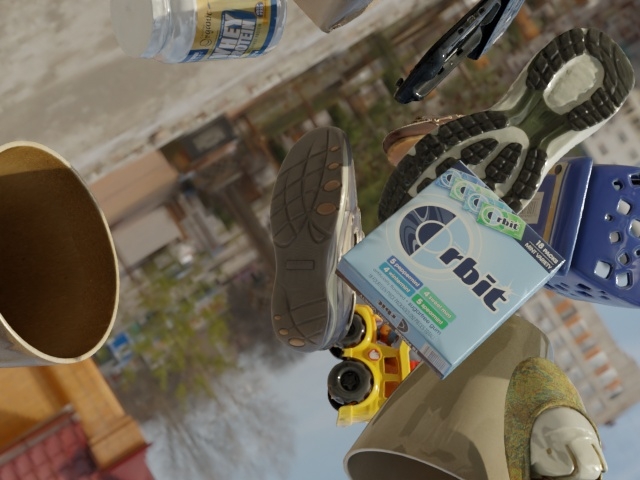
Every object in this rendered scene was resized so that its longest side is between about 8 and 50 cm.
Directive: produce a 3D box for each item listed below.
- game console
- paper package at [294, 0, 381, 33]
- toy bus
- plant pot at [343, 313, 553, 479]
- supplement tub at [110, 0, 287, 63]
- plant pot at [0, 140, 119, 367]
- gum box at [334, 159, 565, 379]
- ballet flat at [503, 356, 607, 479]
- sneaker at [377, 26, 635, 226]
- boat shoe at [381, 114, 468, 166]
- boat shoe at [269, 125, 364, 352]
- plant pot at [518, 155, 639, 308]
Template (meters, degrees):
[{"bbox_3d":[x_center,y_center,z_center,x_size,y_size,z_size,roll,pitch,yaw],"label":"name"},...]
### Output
[{"bbox_3d":[0.205,-0.295,1.535,0.361,0.044,0.213,-47,168,-42],"label":"game console"},{"bbox_3d":[0.009,-0.516,1.647,0.168,0.309,0.325,-35,168,-35],"label":"paper package"},{"bbox_3d":[0.115,0.218,2.141,0.211,0.220,0.149,-2,163,2],"label":"toy bus"},{"bbox_3d":[0.204,0.237,1.602,0.256,0.256,0.274,-32,-156,58],"label":"plant pot"},{"bbox_3d":[-0.161,-0.308,1.579,0.200,0.144,0.144,-11,168,-34],"label":"supplement tub"},{"bbox_3d":[-0.388,0.043,1.287,0.254,0.237,0.237,-17,-174,24],"label":"plant pot"},{"bbox_3d":[0.134,0.026,1.234,0.184,0.157,0.041,-38,166,-27],"label":"gum box"},{"bbox_3d":[0.280,0.300,1.367,0.123,0.348,0.123,1,165,0],"label":"ballet flat"},{"bbox_3d":[0.243,-0.112,1.625,0.410,0.158,0.182,-36,173,-14],"label":"sneaker"},{"bbox_3d":[0.169,-0.157,1.836,0.207,0.073,0.073,-4,146,-41],"label":"boat shoe"},{"bbox_3d":[0.000,0.000,1.893,0.132,0.355,0.130,6,176,29],"label":"boat shoe"},{"bbox_3d":[0.435,-0.024,2.036,0.212,0.236,0.236,15,175,-23],"label":"plant pot"}]
